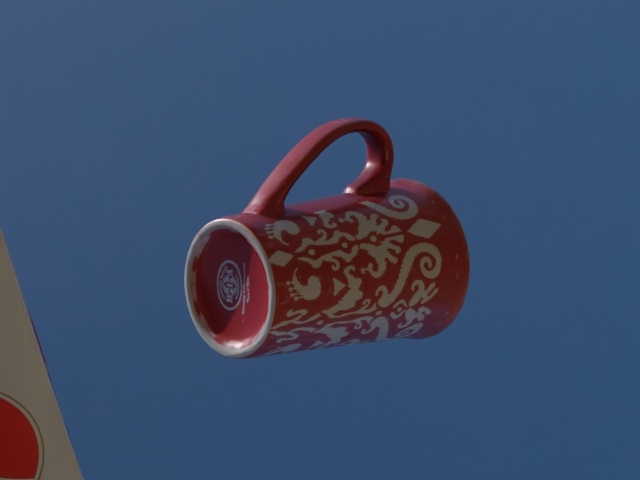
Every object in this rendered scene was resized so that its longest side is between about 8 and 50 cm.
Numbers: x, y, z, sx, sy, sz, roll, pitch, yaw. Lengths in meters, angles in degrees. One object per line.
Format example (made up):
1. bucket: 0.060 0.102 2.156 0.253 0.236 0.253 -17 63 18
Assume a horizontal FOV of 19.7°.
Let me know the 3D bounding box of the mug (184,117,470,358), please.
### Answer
1. mug: -0.005 0.006 1.233 0.169 0.113 0.150 -9 -108 -42

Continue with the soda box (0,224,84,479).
1. soda box: -0.112 0.085 0.609 0.069 0.074 0.216 -19 -67 -10
